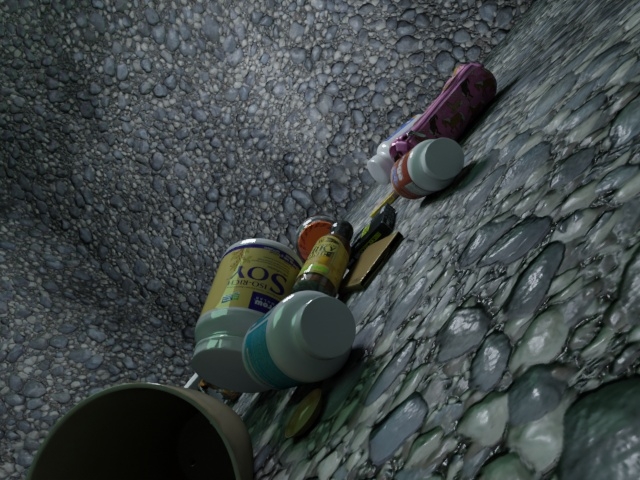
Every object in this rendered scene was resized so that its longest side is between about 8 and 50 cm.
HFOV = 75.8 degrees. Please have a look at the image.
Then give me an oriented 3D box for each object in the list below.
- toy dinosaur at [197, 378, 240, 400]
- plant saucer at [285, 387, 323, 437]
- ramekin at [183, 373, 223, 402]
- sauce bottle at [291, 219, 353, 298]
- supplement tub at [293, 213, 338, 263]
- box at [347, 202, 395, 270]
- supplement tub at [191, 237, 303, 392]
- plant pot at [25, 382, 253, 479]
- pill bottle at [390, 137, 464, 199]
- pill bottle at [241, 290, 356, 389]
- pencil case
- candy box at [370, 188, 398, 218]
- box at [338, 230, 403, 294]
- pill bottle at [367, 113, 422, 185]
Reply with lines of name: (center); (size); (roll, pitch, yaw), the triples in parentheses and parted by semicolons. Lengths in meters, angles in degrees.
toy dinosaur: (-0.341, 0.403, 1.379); (0.218, 0.321, 0.164); (-44, -34, -23)
plant saucer: (-0.021, 0.261, 0.616); (0.083, 0.015, 0.083); (-50, 3, 4)
ramekin: (-0.428, 0.558, 1.541); (0.277, 0.135, 0.277); (-49, 3, 3)
sauce bottle: (0.021, 0.054, 1.120); (0.111, 0.111, 0.344); (-47, 9, 32)
supplement tub: (0.000, 0.000, 1.641); (0.207, 0.207, 0.338); (-49, 4, 3)
box: (0.149, -0.014, 1.252); (0.184, 0.045, 0.191); (-50, 3, 26)
supplement tub: (-0.175, 0.184, 1.046); (0.241, 0.241, 0.331); (-46, 24, 39)
plant pot: (-0.198, 0.325, 0.580); (0.256, 0.256, 0.274); (-49, -13, -8)
pill bottle: (0.255, -0.173, 0.992); (0.121, 0.121, 0.216); (-49, 3, -7)
pill bottle: (-0.039, 0.174, 0.710); (0.146, 0.146, 0.264); (-51, 4, -32)
pencil case: (0.386, -0.378, 1.291); (0.386, 0.160, 0.167); (-49, 3, -10)
candy box: (0.271, -0.169, 1.557); (0.206, 0.027, 0.105); (-47, 1, 26)
box: (0.116, 0.061, 1.029); (0.164, 0.021, 0.201); (-51, 3, -18)
pill bottle: (0.306, -0.328, 1.517); (0.272, 0.152, 0.152); (-41, 2, -12)
